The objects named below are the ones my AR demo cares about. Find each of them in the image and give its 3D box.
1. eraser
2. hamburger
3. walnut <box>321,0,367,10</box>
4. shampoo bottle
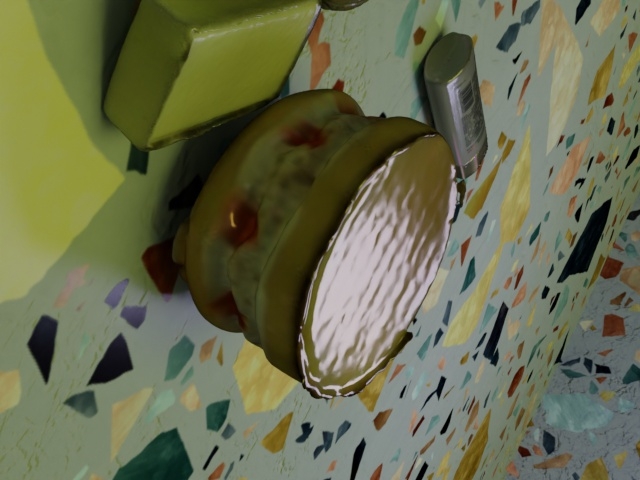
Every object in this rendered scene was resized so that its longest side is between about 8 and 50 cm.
[{"bbox_3d":[-0.082,-0.146,0.733,0.172,0.058,0.117,-33,159,-49],"label":"eraser"},{"bbox_3d":[0.000,0.000,0.889,0.261,0.186,0.303,-58,149,-10],"label":"hamburger"},{"bbox_3d":[0.020,-0.253,0.851,0.092,0.092,0.092,-43,146,-40],"label":"walnut"},{"bbox_3d":[0.185,-0.175,1.253,0.086,0.056,0.227,-60,154,-18],"label":"shampoo bottle"}]
